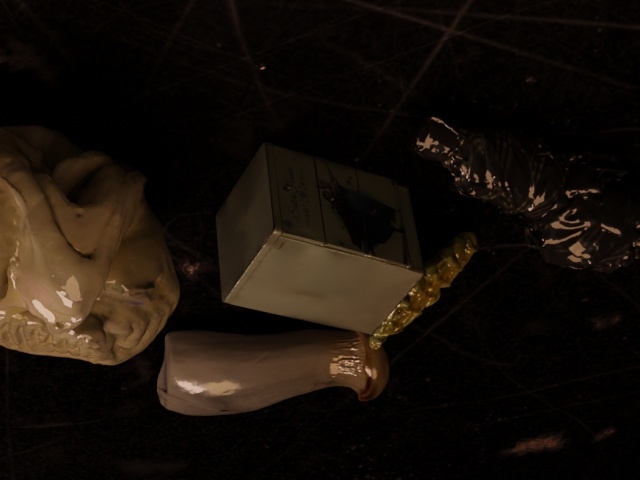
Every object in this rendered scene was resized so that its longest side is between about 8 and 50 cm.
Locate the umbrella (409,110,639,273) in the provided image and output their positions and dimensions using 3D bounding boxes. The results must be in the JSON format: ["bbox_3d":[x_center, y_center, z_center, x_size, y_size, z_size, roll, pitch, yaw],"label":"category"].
[{"bbox_3d":[0.249,-0.058,1.617,0.337,0.128,0.154,14,120,-15],"label":"umbrella"}]

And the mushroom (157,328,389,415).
[{"bbox_3d":[-0.071,0.179,1.855,0.329,0.122,0.159,-4,175,-3],"label":"mushroom"}]

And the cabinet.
[{"bbox_3d":[0.000,0.000,1.617,0.206,0.145,0.150,14,135,-24],"label":"cabinet"}]

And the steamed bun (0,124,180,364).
[{"bbox_3d":[-0.327,-0.013,1.473,0.352,0.247,0.339,16,164,4],"label":"steamed bun"}]

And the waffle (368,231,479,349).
[{"bbox_3d":[0.132,0.063,1.714,0.183,0.036,0.169,-33,162,-45],"label":"waffle"}]
